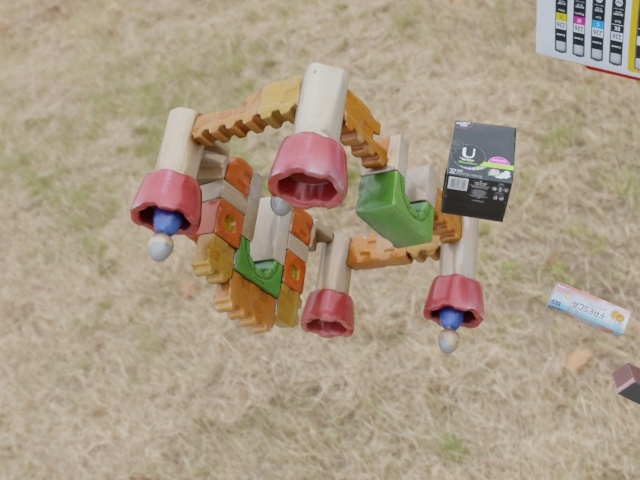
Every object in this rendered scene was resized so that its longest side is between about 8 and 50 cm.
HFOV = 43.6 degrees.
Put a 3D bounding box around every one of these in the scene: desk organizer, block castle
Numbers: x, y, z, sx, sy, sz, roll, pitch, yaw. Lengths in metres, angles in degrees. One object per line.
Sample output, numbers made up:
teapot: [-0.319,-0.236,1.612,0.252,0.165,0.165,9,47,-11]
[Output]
desk organizer: [0.643,0.294,1.582,0.047,0.130,0.050,-49,25,34]
block castle: [0.000,0.000,1.050,0.303,0.453,0.213,-9,60,32]

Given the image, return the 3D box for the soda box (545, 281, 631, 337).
soda box: [0.637,0.165,1.904,0.183,0.058,0.063,23,79,12]

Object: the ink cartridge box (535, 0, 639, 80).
ink cartridge box: [0.416,-0.268,0.925,0.130,0.272,0.309,-35,43,-30]

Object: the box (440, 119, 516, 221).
box: [0.151,-0.067,0.762,0.062,0.052,0.083,10,46,8]

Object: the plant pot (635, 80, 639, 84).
plant pot: [0.710,-0.401,1.349,0.352,0.367,0.367,-7,44,3]
